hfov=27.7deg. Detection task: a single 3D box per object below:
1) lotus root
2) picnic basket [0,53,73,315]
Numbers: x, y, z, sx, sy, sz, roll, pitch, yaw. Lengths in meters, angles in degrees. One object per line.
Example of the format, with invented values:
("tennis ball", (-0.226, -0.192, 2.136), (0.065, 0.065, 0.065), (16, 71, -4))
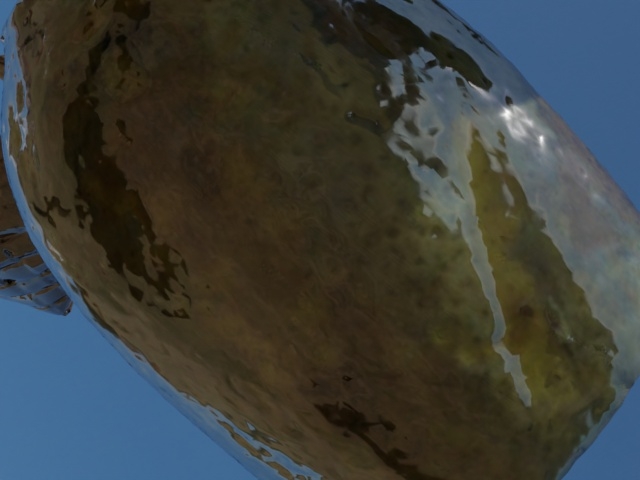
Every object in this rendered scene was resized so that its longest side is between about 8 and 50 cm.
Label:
("lotus root", (-0.006, -0.018, 0.669), (0.346, 0.250, 0.250), (45, -55, -2))
("picnic basket", (-0.385, -0.098, 1.456), (0.337, 0.293, 0.337), (5, -37, 4))
